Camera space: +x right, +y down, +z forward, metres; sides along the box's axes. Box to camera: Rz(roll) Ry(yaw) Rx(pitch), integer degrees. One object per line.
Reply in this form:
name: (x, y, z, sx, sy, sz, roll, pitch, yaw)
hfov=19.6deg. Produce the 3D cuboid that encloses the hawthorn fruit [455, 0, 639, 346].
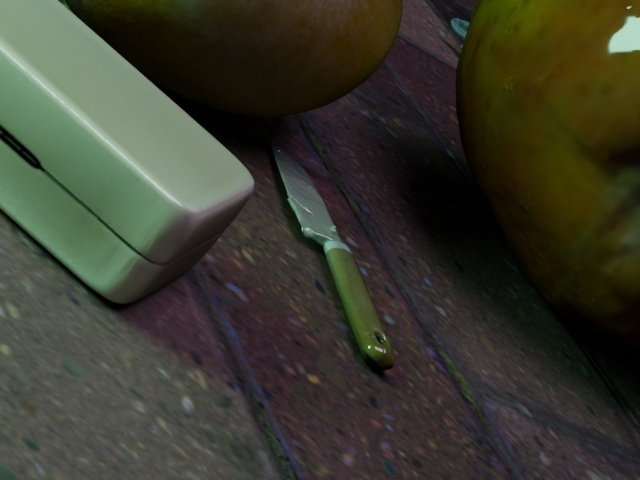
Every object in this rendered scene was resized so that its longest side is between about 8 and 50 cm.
hawthorn fruit: (0.323, -0.101, 1.597, 0.471, 0.472, 0.472, 35, 19, -14)

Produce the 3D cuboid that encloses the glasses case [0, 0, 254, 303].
glasses case: (-0.197, -0.106, 1.087, 0.336, 0.076, 0.144, 42, 17, 5)

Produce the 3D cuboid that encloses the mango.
mango: (-0.064, -0.203, 1.378, 0.221, 0.199, 0.384, 47, 18, 24)

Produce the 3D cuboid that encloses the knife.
knife: (0.001, -0.002, 1.326, 0.047, 0.017, 0.298, 23, 24, -26)

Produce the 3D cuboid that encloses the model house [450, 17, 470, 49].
model house: (0.313, -0.225, 2.313, 0.300, 0.340, 0.324, 99, -22, -66)
